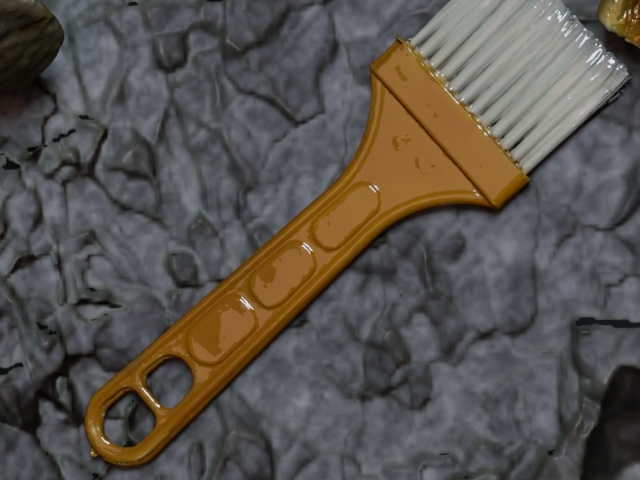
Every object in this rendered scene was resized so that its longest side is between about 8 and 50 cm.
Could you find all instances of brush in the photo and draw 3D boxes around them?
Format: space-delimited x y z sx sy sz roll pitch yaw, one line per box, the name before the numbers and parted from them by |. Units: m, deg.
brush | 0.000 0.000 0.779 0.314 0.017 0.090 -43 82 13

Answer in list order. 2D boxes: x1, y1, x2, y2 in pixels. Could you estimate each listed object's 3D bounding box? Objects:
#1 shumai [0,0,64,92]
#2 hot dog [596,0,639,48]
shumai | -0.175 -0.138 0.773 0.145 0.145 0.116 8 71 14
hot dog | 0.161 -0.149 0.722 0.044 0.028 0.137 26 100 -6
